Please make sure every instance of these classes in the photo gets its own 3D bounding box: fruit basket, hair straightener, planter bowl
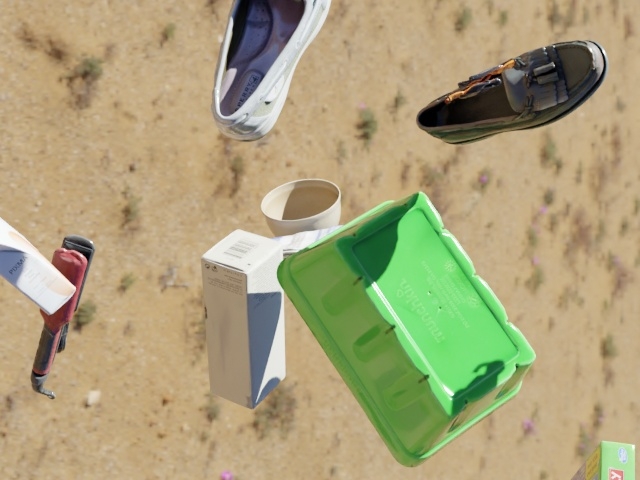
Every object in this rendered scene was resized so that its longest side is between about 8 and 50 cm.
[{"bbox_3d":[0.129,0.132,1.514,0.283,0.392,0.392,-30,120,-22],"label":"fruit basket"},{"bbox_3d":[-0.312,0.094,1.199,0.089,0.047,0.230,-83,-172,-64],"label":"hair straightener"},{"bbox_3d":[-0.032,-0.038,1.995,0.162,0.162,0.109,-51,139,-46],"label":"planter bowl"}]

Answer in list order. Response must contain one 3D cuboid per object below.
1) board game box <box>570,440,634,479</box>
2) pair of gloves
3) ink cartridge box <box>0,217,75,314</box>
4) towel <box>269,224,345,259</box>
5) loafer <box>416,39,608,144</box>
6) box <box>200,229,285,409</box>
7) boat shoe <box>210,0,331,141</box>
[{"bbox_3d":[0.356,0.419,1.311,0.317,0.046,0.214,89,9,-61],"label":"board game box"},{"bbox_3d":[0.189,-0.185,1.161,0.083,0.074,0.010,125,-59,-76],"label":"pair of gloves"},{"bbox_3d":[-0.347,-0.013,1.009,0.045,0.145,0.179,-45,135,-12],"label":"ink cartridge box"},{"bbox_3d":[0.000,0.000,1.782,0.209,0.285,0.034,-60,140,-76],"label":"towel"},{"bbox_3d":[0.246,-0.189,1.298,0.084,0.267,0.096,-3,76,-48],"label":"loafer"},{"bbox_3d":[-0.123,0.130,1.610,0.113,0.094,0.275,-40,139,-49],"label":"box"},{"bbox_3d":[-0.066,-0.288,1.280,0.103,0.118,0.320,51,60,-83],"label":"boat shoe"}]
